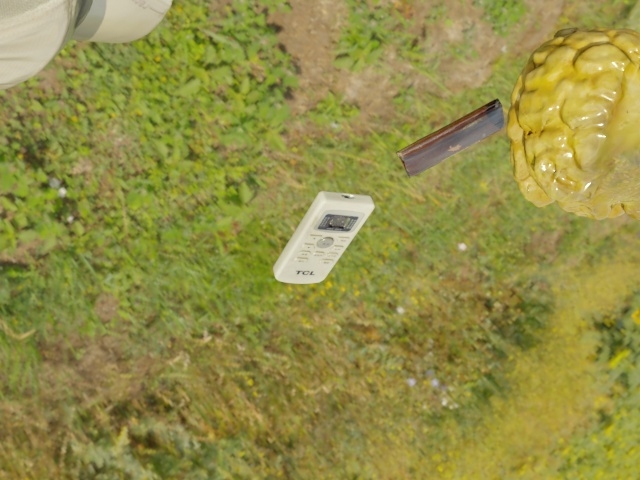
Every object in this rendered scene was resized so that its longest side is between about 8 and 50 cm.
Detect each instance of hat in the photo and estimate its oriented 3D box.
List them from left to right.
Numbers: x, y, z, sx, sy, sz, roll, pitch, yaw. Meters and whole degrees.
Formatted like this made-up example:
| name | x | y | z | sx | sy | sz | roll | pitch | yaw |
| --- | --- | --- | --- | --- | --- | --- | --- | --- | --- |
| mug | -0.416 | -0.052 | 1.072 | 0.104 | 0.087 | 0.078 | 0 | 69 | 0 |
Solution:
| name | x | y | z | sx | sy | sz | roll | pitch | yaw |
| --- | --- | --- | --- | --- | --- | --- | --- | --- | --- |
| hat | -0.227 | -0.162 | 0.616 | 0.220 | 0.164 | 0.226 | -12 | 161 | 28 |

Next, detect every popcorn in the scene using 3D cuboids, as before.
| name | x | y | z | sx | sy | sz | roll | pitch | yaw |
| --- | --- | --- | --- | --- | --- | --- | --- | --- | --- |
| popcorn | 0.338 | -0.129 | 0.951 | 0.250 | 0.190 | 0.250 | -1 | 121 | -1 |

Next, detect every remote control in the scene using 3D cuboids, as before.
| name | x | y | z | sx | sy | sz | roll | pitch | yaw |
| --- | --- | --- | --- | --- | --- | --- | --- | --- | --- |
| remote control | 0.000 | 0.000 | 1.138 | 0.088 | 0.029 | 0.190 | 5 | 140 | -29 |

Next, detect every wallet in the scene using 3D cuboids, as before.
| name | x | y | z | sx | sy | sz | roll | pitch | yaw |
| --- | --- | --- | --- | --- | --- | --- | --- | --- | --- |
| wallet | 0.208 | -0.162 | 1.254 | 0.176 | 0.026 | 0.095 | -29 | 156 | 7 |
